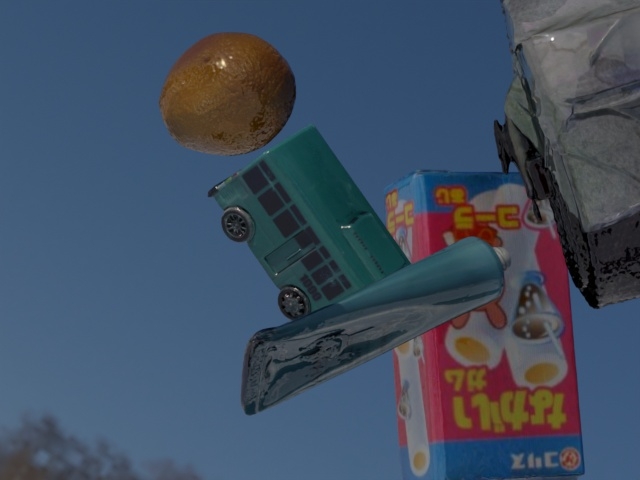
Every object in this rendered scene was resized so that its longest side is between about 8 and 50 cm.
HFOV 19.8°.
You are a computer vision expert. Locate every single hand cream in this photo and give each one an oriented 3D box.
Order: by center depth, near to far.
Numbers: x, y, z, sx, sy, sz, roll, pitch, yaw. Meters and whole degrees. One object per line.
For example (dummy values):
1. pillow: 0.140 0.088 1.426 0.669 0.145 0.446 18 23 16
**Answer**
1. hand cream: 0.042 0.051 1.256 0.048 0.224 0.083 47 -33 32

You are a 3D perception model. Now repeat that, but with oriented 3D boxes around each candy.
1. candy: 0.156 0.088 1.780 0.157 0.305 0.100 -1 -9 -21

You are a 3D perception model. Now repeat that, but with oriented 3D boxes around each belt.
1. belt: 0.233 -0.089 1.569 0.184 0.164 0.289 -24 98 -88

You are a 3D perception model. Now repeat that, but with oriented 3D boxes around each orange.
1. orange: -0.056 -0.087 1.099 0.085 0.085 0.085 30 -18 11

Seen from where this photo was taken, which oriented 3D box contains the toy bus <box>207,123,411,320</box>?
1. toy bus: 0.000 0.000 1.400 0.092 0.079 0.160 -34 -90 40
